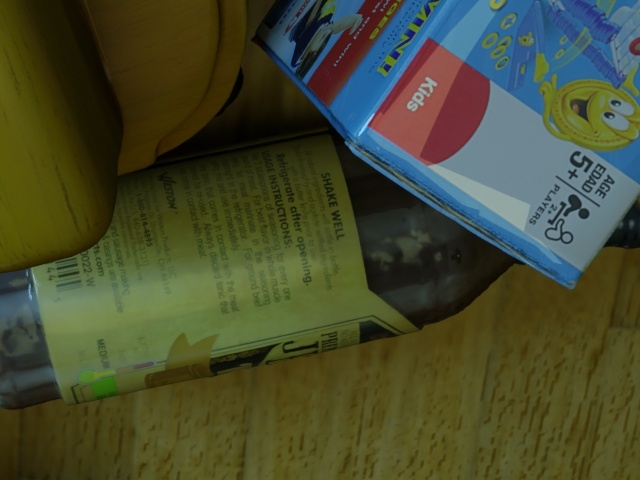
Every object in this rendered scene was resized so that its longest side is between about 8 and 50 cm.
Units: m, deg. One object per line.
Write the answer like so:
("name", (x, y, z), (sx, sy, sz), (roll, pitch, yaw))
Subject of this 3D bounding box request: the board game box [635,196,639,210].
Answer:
("board game box", (0.173, -0.098, 0.881), (0.124, 0.039, 0.259), (-28, 93, 4))

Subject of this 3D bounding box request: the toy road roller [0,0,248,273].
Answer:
("toy road roller", (-0.193, -0.085, 0.807), (0.329, 0.240, 0.202), (-16, 117, 6))

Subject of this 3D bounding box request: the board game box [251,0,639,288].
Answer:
("board game box", (0.108, -0.161, 0.701), (0.086, 0.302, 0.308), (33, 97, -14))

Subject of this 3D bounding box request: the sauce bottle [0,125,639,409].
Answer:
("sauce bottle", (0.000, 0.000, 0.929), (0.344, 0.111, 0.111), (-11, 118, -3))
